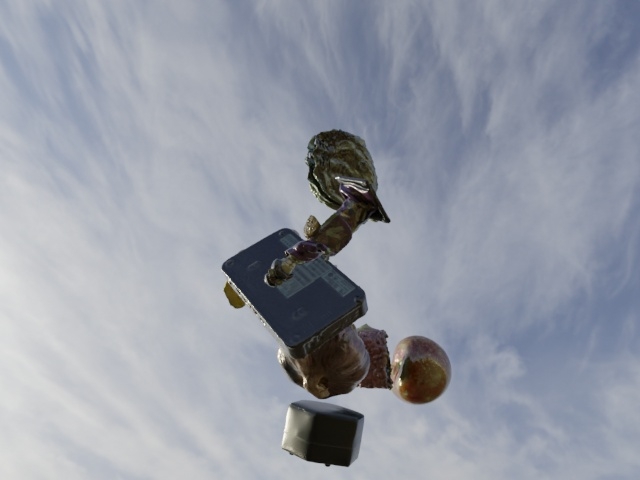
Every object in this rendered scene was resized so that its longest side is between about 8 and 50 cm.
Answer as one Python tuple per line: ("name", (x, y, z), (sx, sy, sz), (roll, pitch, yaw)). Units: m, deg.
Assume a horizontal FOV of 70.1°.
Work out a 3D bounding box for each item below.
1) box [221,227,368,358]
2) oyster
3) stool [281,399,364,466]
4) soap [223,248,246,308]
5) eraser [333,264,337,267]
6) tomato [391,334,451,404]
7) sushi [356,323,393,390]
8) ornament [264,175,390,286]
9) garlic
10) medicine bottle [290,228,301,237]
("box", (-0.071, 0.105, 1.060), (0.211, 0.350, 0.058), (-31, -47, -22))
("oyster", (0.059, -0.169, 1.243), (0.198, 0.112, 0.268), (-9, -94, -10))
("stool", (0.010, 0.543, 1.297), (0.232, 0.141, 0.232), (9, -11, 2))
("soap", (-0.215, 0.102, 1.245), (0.089, 0.033, 0.168), (23, -83, -26))
("eraser", (0.008, 0.185, 1.506), (0.092, 0.046, 0.213), (3, -81, 24))
("tomato", (0.400, 0.521, 1.816), (0.222, 0.270, 0.270), (18, -54, -4))
("sushi", (0.177, 0.430, 1.700), (0.170, 0.270, 0.237), (-7, -97, 11))
("ornament", (0.007, -0.001, 0.654), (0.081, 0.203, 0.088), (10, -41, 53))
("garlic", (0.000, 0.303, 1.152), (0.245, 0.160, 0.245), (9, -58, 15))
("medicine bottle", (-0.113, 0.021, 1.652), (0.096, 0.192, 0.096), (-1, -78, -3))
